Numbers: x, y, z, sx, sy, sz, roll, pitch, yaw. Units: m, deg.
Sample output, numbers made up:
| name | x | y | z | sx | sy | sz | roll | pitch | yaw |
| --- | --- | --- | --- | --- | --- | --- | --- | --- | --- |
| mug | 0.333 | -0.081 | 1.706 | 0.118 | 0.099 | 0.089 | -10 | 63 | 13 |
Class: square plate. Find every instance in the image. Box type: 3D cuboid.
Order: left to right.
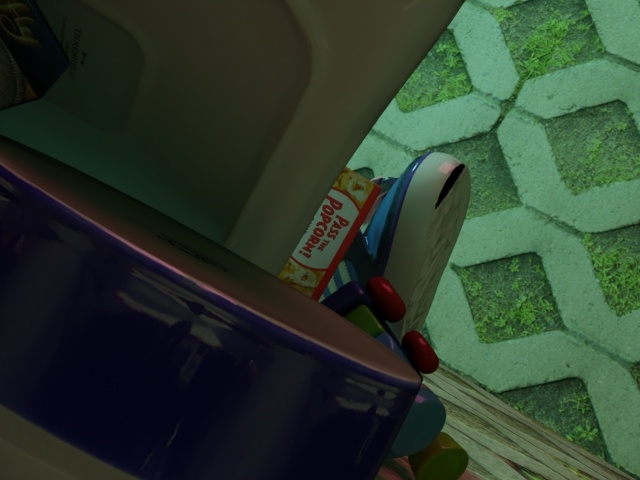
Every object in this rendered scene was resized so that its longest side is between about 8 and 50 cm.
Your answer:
| name | x | y | z | sx | sy | sz | roll | pitch | yaw |
| --- | --- | --- | --- | --- | --- | --- | --- | --- | --- |
| square plate | -0.135 | -0.119 | 0.545 | 0.344 | 0.049 | 0.347 | 31 | -34 | -3 |

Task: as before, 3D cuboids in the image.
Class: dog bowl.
| name | x | y | z | sx | sy | sz | roll | pitch | yaw |
| --- | --- | --- | --- | --- | --- | --- | --- | --- | --- |
| dog bowl | -0.086 | 0.049 | 0.479 | 0.265 | 0.104 | 0.265 | 29 | 0 | 0 |

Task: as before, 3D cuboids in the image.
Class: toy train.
| name | x | y | z | sx | sy | sz | roll | pitch | yaw |
| --- | --- | --- | --- | --- | --- | --- | --- | --- | --- |
| toy train | 0.077 | 0.154 | 0.819 | 0.143 | 0.105 | 0.248 | 53 | -2 | 46 |

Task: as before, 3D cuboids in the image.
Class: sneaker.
| name | x | y | z | sx | sy | sz | roll | pitch | yaw |
| --- | --- | --- | --- | --- | --- | --- | --- | --- | --- |
| sneaker | 0.000 | 0.000 | 0.945 | 0.236 | 0.130 | 0.323 | 28 | -35 | 14 |

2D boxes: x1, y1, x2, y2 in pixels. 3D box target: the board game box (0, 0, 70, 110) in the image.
| name | x | y | z | sx | sy | sz | roll | pitch | yaw |
| --- | --- | --- | --- | --- | --- | --- | --- | --- | --- |
| board game box | -0.251 | -0.157 | 0.449 | 0.042 | 0.165 | 0.243 | -72 | 143 | -52 |

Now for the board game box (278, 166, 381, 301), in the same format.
| name | x | y | z | sx | sy | sz | roll | pitch | yaw |
| --- | --- | --- | --- | --- | --- | --- | --- | --- | --- |
| board game box | -0.027 | 0.029 | 0.779 | 0.045 | 0.193 | 0.147 | 29 | 1 | -8 |
